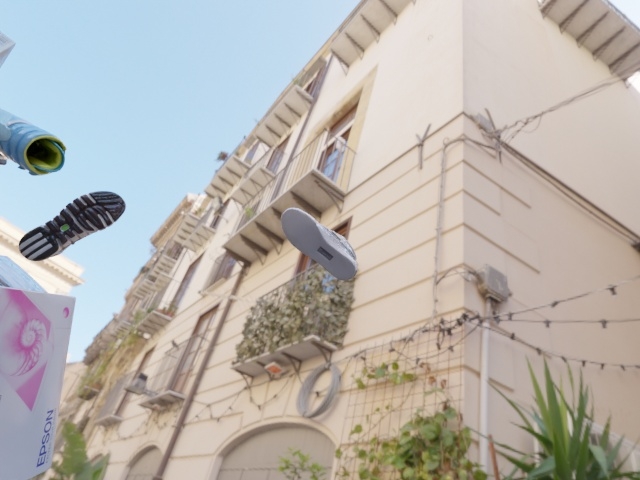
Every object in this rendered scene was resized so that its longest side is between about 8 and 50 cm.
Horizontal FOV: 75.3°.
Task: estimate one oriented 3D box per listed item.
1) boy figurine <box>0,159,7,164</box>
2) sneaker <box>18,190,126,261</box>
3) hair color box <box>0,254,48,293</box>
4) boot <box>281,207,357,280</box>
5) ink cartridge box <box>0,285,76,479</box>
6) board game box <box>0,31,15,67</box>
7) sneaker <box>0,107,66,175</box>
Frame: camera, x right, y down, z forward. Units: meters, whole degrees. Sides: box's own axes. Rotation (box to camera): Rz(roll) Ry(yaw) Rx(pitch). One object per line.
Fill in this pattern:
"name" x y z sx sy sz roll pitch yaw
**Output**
"boy figurine" -1.076 -0.233 1.181 0.285 0.092 0.177 -15 -1 -4
"sneaker" -0.692 -0.040 1.161 0.162 0.281 0.106 -14 -70 57
"hair color box" -0.875 0.129 1.126 0.174 0.105 0.347 49 -20 -14
"boot" 0.000 0.000 1.155 0.095 0.123 0.258 -42 -81 17
"ink cartridge box" -0.524 0.235 0.647 0.071 0.324 0.330 3 -11 -1
"board game box" -0.822 -0.441 0.808 0.097 0.224 0.303 -36 -57 21
"sneaker" -0.736 -0.231 1.063 0.208 0.127 0.319 29 -3 -10
